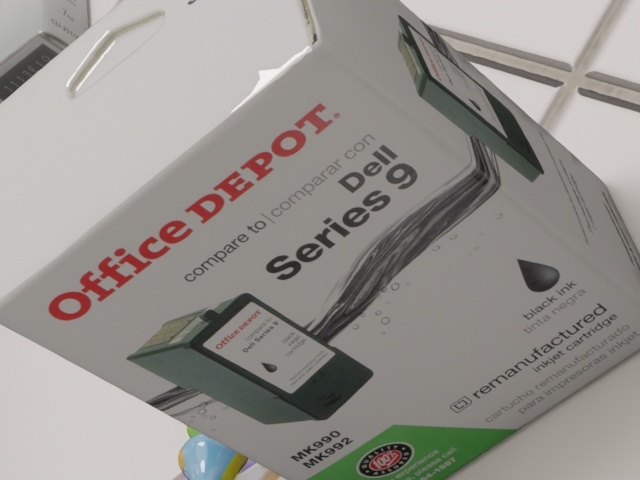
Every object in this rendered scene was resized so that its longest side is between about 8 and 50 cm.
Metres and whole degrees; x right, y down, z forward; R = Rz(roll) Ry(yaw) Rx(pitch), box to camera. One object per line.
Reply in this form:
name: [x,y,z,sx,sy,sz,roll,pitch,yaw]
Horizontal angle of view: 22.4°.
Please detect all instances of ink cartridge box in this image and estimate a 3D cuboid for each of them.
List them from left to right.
ink cartridge box: [-0.319,-0.179,1.425,0.275,0.060,0.239,-33,46,25]
ink cartridge box: [0.000,0.000,0.804,0.211,0.289,0.121,-37,43,21]

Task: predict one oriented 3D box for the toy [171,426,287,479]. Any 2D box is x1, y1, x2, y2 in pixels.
toy: [-0.083,0.175,0.886,0.137,0.056,0.237,-37,19,30]
